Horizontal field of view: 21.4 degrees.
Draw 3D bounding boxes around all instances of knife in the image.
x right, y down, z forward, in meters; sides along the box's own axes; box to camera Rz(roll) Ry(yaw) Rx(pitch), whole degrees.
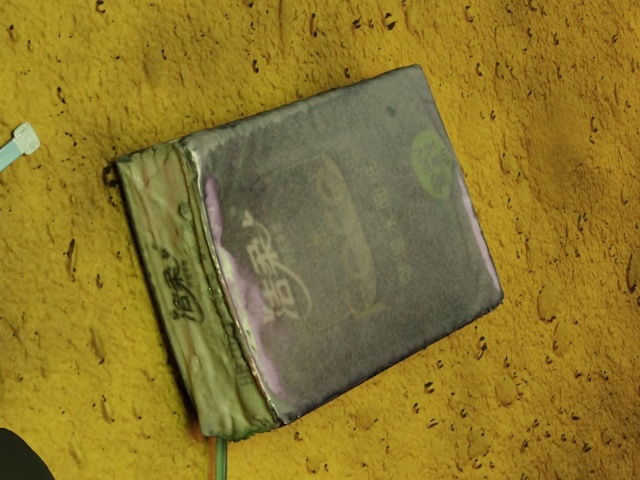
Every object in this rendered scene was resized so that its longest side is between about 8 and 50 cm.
[{"bbox_3d":[-0.282,-0.070,1.479,0.096,0.010,0.027,-47,119,-39],"label":"knife"}]

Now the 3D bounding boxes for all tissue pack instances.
[{"bbox_3d":[0.000,0.000,1.690,0.394,0.124,0.288,-22,94,-48],"label":"tissue pack"}]

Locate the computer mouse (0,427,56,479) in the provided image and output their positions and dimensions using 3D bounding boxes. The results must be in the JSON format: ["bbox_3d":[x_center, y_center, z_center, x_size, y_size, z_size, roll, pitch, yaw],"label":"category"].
[{"bbox_3d":[-0.302,0.265,1.337,0.269,0.100,0.170,-29,108,-47],"label":"computer mouse"}]

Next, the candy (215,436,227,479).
[{"bbox_3d":[-0.090,0.255,1.608,0.091,0.083,0.305,21,61,-43],"label":"candy"}]
